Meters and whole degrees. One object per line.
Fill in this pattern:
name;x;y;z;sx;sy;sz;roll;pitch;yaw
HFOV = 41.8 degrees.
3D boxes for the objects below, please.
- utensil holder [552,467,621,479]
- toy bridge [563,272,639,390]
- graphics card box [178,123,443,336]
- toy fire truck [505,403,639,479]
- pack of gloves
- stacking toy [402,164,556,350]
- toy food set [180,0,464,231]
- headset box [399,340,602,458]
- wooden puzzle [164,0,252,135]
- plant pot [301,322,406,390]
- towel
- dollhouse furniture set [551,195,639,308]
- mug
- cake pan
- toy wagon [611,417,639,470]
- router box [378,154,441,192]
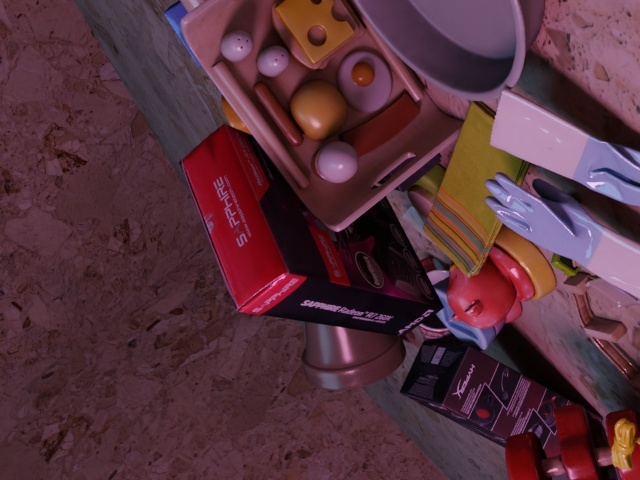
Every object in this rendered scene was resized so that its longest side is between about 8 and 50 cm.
utensil holder;0.498;0.605;1.383;0.385;0.327;0.327;53;168;-7
toy bridge;0.369;0.116;1.091;0.188;0.026;0.063;53;169;-12
graphics card box;0.000;0.000;1.132;0.371;0.094;0.233;18;-140;-52
toy fire truck;0.371;0.365;1.086;0.254;0.169;0.302;39;-143;-54
pack of gloves;0.279;-0.048;0.847;0.232;0.046;0.195;30;149;20
stacking toy;0.189;0.040;1.275;0.279;0.130;0.309;47;167;16
toy food set;0.011;-0.195;0.999;0.306;0.219;0.092;54;168;-14
headset box;0.311;0.286;1.423;0.293;0.110;0.218;29;170;-10
wooden puzzle;-0.135;-0.286;1.305;0.322;0.080;0.348;58;-169;-23
plant pot;0.062;0.209;2.073;0.263;0.263;0.229;27;135;63
towel;0.190;-0.057;1.047;0.102;0.021;0.237;45;147;24
dollhouse furniture set;0.323;0.016;0.966;0.151;0.058;0.076;33;163;-9
mug;0.226;0.120;1.516;0.113;0.150;0.169;7;157;16
cake pan;0.106;-0.271;0.818;0.293;0.054;0.293;48;168;13
toy wagon;0.452;0.252;0.807;0.344;0.068;0.267;23;129;44
router box;0.017;-0.230;1.205;0.309;0.081;0.243;57;167;-27
